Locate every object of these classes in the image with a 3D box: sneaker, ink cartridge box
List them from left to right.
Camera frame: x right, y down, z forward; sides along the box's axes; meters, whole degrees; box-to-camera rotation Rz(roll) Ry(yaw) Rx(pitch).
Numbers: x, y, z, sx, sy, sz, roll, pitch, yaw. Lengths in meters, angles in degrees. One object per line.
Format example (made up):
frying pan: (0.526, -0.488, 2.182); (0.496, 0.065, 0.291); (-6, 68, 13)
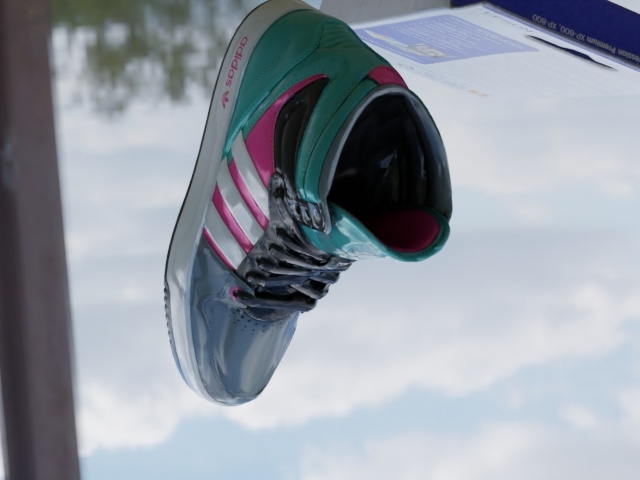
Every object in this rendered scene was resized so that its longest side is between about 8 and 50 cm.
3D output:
sneaker: (0.000, 0.000, 1.251); (0.124, 0.295, 0.178); (-3, -158, -39)
ink cartridge box: (0.134, -0.162, 1.411); (0.176, 0.069, 0.371); (19, 179, -18)
